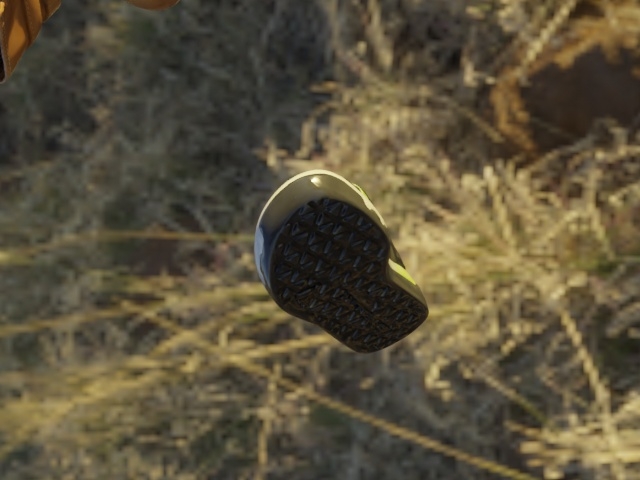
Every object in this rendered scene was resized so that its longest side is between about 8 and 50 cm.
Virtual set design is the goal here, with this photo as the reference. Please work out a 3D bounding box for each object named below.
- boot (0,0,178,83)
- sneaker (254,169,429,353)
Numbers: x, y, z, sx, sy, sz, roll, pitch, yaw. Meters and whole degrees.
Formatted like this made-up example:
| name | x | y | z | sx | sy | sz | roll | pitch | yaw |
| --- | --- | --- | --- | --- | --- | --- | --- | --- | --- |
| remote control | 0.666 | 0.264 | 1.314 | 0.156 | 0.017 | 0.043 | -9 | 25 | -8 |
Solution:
| name | x | y | z | sx | sy | sz | roll | pitch | yaw |
| --- | --- | --- | --- | --- | --- | --- | --- | --- | --- |
| boot | -0.197 | -0.202 | 1.286 | 0.109 | 0.283 | 0.220 | -10 | 53 | 23 |
| sneaker | 0.000 | 0.000 | 1.141 | 0.097 | 0.084 | 0.235 | 62 | -178 | 27 |
